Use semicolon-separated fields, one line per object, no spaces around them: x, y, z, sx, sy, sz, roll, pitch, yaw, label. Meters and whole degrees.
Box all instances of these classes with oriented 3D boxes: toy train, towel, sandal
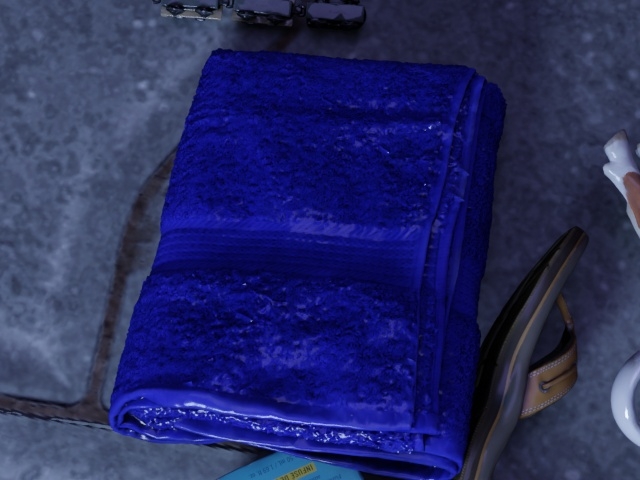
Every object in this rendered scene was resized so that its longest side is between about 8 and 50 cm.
-0.045;-0.172;1.215;0.158;0.036;0.027;6;88;5;toy train
0.000;0.000;1.089;0.228;0.076;0.308;7;56;6;towel
0.134;0.095;1.075;0.060;0.090;0.219;24;70;-5;sandal

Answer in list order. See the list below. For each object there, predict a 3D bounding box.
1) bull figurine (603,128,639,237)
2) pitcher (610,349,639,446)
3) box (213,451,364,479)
0.339;-0.067;1.109;0.310;0.101;0.188;-41;76;-10;bull figurine
0.293;0.098;1.023;0.207;0.125;0.177;-38;109;-6;pitcher
0.017;0.240;1.007;0.101;0.060;0.244;-25;55;-6;box
